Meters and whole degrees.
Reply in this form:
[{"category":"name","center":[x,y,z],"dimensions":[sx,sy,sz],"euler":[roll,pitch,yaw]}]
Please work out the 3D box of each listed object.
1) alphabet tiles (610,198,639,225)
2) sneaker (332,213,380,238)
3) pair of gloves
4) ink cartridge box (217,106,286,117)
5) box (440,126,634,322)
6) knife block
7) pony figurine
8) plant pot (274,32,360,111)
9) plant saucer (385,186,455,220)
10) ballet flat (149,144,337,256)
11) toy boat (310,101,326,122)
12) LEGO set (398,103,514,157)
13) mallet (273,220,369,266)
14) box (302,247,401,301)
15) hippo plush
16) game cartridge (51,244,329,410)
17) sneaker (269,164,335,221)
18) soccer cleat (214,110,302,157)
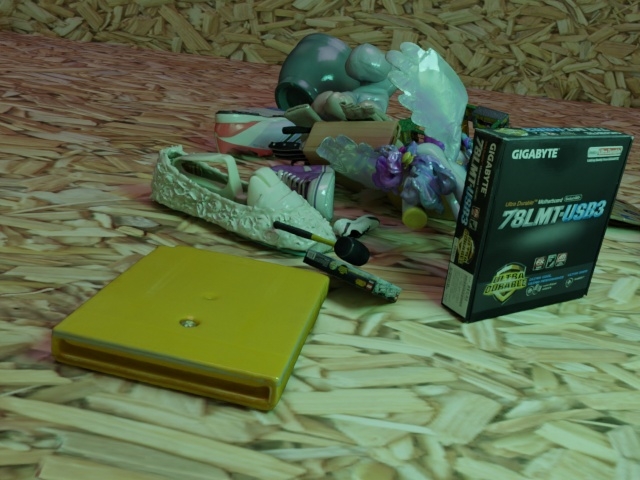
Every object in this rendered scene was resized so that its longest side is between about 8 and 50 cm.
[{"category":"alphabet tiles","center":[0.665,-0.103,1.647],"dimensions":[0.342,0.011,0.285],"euler":[12,20,-17]},{"category":"sneaker","center":[0.076,-0.021,1.301],"dimensions":[0.109,0.040,0.044],"euler":[-13,46,-34]},{"category":"pair of gloves","center":[0.053,-0.252,1.566],"dimensions":[0.240,0.042,0.204],"euler":[-2,-28,27]},{"category":"ink cartridge box","center":[-0.172,-0.323,1.890],"dimensions":[0.134,0.078,0.231],"euler":[24,27,36]},{"category":"box","center":[0.346,-0.032,1.065],"dimensions":[0.295,0.294,0.073],"euler":[-6,26,-31]},{"category":"knife block","center":[0.019,-0.217,1.504],"dimensions":[0.242,0.275,0.088],"euler":[26,64,-10]},{"category":"pony figurine","center":[0.206,-0.140,1.254],"dimensions":[0.350,0.303,0.364],"euler":[31,30,-24]},{"category":"plant pot","center":[-0.022,-0.472,2.095],"dimensions":[0.292,0.293,0.196],"euler":[22,53,31]},{"category":"plant saucer","center":[0.300,-0.122,1.555],"dimensions":[0.332,0.081,0.333],"euler":[9,22,2]},{"category":"ballet flat","center":[-0.157,-0.086,1.247],"dimensions":[0.408,0.147,0.147],"euler":[18,24,22]},{"category":"toy boat","center":[0.065,-0.347,1.993],"dimensions":[0.230,0.151,0.151],"euler":[2,-8,-15]},{"category":"LEGO set","center":[0.382,-0.260,1.870],"dimensions":[0.331,0.192,0.255],"euler":[19,54,32]},{"category":"mallet","center":[0.000,0.000,1.106],"dimensions":[0.189,0.039,0.062],"euler":[19,-6,44]},{"category":"box","center":[0.050,0.055,1.056],"dimensions":[0.137,0.027,0.094],"euler":[22,-1,33]},{"category":"hippo plush","center":[0.151,-0.379,1.754],"dimensions":[0.234,0.237,0.294],"euler":[24,-4,46]},{"category":"game cartridge","center":[-0.153,0.099,0.915],"dimensions":[0.285,0.053,0.324],"euler":[11,20,8]},{"category":"sneaker","center":[-0.049,-0.102,1.381],"dimensions":[0.160,0.102,0.282],"euler":[4,12,-1]},{"category":"soccer cleat","center":[-0.128,-0.273,1.750],"dimensions":[0.318,0.117,0.108],"euler":[0,10,-29]}]
